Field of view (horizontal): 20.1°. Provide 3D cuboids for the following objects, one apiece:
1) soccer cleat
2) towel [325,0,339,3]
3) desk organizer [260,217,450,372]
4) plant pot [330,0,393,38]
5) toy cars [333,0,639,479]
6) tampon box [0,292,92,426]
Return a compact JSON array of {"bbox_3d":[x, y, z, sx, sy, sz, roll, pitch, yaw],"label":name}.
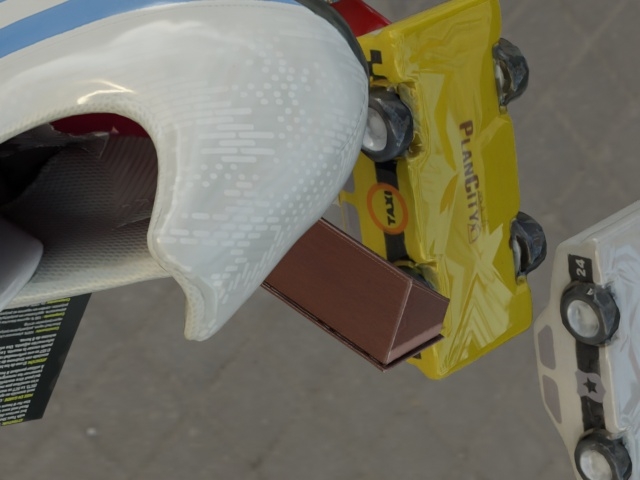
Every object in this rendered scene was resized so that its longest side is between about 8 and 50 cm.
[{"bbox_3d":[-0.144,-0.045,0.634,0.143,0.331,0.116,-62,144,-31],"label":"soccer cleat"},{"bbox_3d":[-0.014,-0.274,1.714,0.370,0.271,0.040,-77,146,-67],"label":"towel"},{"bbox_3d":[0.000,0.000,0.830,0.047,0.130,0.050,-25,140,-46],"label":"desk organizer"},{"bbox_3d":[0.016,-0.145,1.770,0.191,0.191,0.174,37,93,-24],"label":"plant pot"},{"bbox_3d":[0.107,0.016,0.989,0.394,0.087,0.176,40,72,-42],"label":"toy cars"},{"bbox_3d":[-0.207,0.013,1.045,0.101,0.120,0.161,-5,127,-48],"label":"tampon box"}]
